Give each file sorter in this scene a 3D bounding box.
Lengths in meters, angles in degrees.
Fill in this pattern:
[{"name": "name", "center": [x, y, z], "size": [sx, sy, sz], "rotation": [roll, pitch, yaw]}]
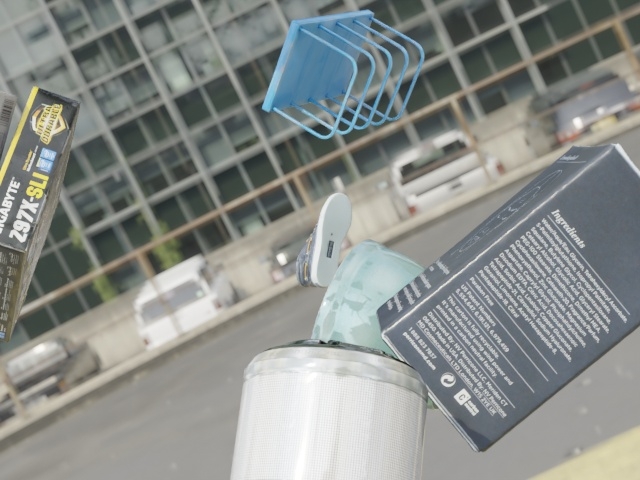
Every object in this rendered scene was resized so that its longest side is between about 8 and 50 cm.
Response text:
[{"name": "file sorter", "center": [0.033, -0.200, 1.619], "size": [0.170, 0.104, 0.118], "rotation": [-22, -41, -54]}]

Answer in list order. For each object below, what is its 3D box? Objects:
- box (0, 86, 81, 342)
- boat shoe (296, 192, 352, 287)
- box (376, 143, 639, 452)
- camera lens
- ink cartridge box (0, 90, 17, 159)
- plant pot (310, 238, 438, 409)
[{"name": "box", "center": [-0.436, -0.032, 1.928], "size": [0.322, 0.079, 0.257], "rotation": [122, 165, -59]}, {"name": "boat shoe", "center": [0.000, 0.000, 2.476], "size": [0.065, 0.183, 0.083], "rotation": [21, -15, -31]}, {"name": "box", "center": [0.292, 0.067, 1.832], "size": [0.395, 0.212, 0.293], "rotation": [-40, 2, 3]}, {"name": "camera lens", "center": [0.007, 0.265, 1.528], "size": [0.219, 0.274, 0.219], "rotation": [6, -19, 2]}, {"name": "ink cartridge box", "center": [-0.613, -0.163, 1.848], "size": [0.371, 0.176, 0.069], "rotation": [16, 1, 15]}, {"name": "plant pot", "center": [0.127, 0.164, 2.149], "size": [0.196, 0.293, 0.293], "rotation": [17, 28, 21]}]
